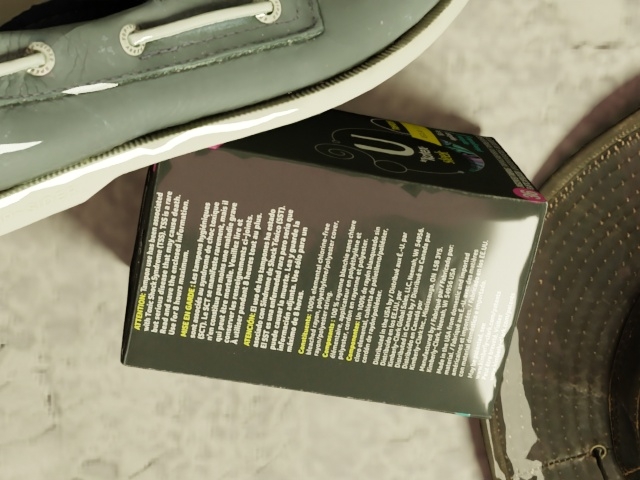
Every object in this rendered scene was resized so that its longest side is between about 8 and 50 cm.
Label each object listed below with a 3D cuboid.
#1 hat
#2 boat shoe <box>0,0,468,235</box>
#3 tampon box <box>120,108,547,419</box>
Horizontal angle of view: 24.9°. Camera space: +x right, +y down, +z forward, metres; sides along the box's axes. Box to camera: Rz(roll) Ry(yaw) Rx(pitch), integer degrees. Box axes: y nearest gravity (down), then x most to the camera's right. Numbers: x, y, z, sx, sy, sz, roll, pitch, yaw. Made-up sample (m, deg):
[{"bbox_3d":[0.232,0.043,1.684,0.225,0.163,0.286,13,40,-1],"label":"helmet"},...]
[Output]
[{"bbox_3d":[0.232,0.088,0.689,0.331,0.134,0.331,-1,108,-5],"label":"hat"},{"bbox_3d":[-0.057,-0.101,0.555,0.319,0.116,0.099,-28,136,-23],"label":"boat shoe"},{"bbox_3d":[0.000,0.000,0.642,0.161,0.120,0.101,10,107,-9],"label":"tampon box"}]
